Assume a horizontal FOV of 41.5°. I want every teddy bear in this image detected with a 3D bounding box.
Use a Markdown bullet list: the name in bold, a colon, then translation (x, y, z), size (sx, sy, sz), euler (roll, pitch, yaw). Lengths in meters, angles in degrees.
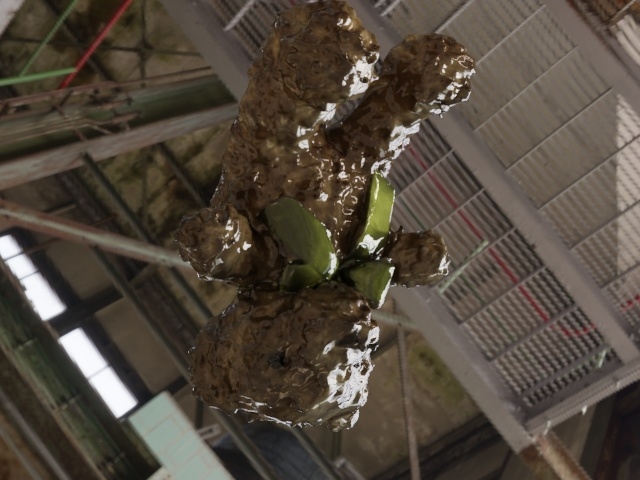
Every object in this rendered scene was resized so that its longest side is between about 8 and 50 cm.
- **teddy bear**: translation (0.006, -0.004, 0.658), size (0.296, 0.246, 0.223), euler (-49, -130, 39)
